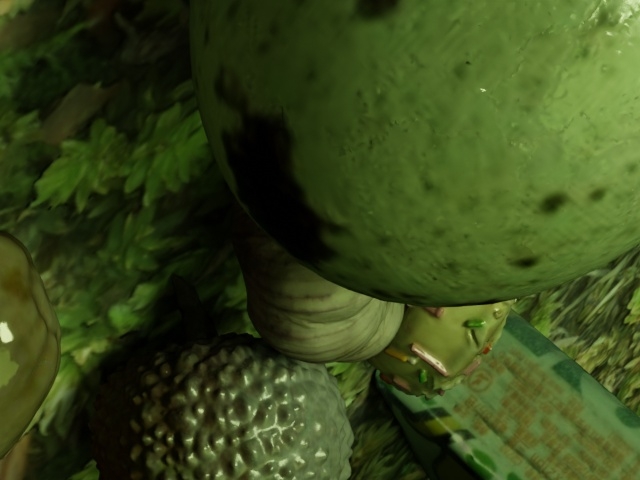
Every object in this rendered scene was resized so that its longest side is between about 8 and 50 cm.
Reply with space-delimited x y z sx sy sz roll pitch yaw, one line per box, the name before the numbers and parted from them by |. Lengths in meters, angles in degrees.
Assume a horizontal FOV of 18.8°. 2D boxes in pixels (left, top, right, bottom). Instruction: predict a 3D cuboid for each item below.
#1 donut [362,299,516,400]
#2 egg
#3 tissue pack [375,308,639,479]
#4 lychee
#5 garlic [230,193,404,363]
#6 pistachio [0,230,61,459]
donut | 0.073 0.016 1.242 0.068 0.174 0.174 24 109 -19
egg | 0.096 -0.146 0.945 0.287 0.287 0.379 25 90 -59
tissue pack | 0.202 0.200 1.455 0.128 0.311 0.228 -43 149 -8
lychee | -0.060 0.118 1.186 0.165 0.197 0.165 -8 173 -1
garlic | 0.000 0.000 1.150 0.159 0.102 0.147 -76 151 -42
pistachio | -0.202 0.071 0.988 0.126 0.108 0.185 18 120 -34
